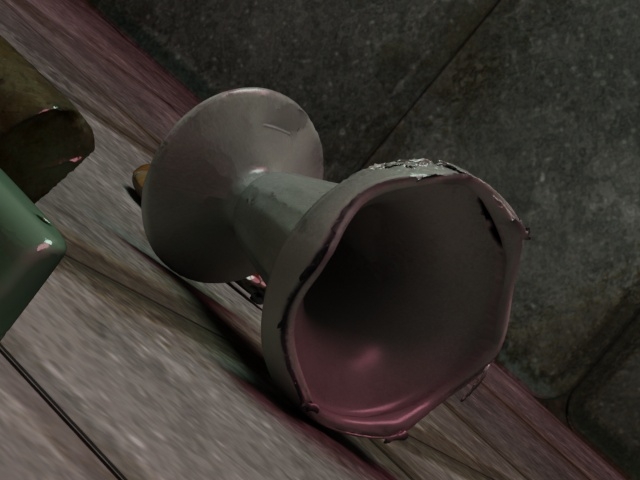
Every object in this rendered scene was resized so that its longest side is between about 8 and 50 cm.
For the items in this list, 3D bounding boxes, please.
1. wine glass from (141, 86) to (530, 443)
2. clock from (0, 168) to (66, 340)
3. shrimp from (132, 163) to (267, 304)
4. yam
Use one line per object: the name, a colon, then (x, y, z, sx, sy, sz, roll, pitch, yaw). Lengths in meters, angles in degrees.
wine glass: (0.000, 0.000, 1.126, 0.165, 0.165, 0.196, 36, 1, -42)
clock: (-0.171, -0.040, 0.580, 0.148, 0.060, 0.188, 43, 5, 37)
shrimp: (-0.040, 0.011, 1.419, 0.219, 0.046, 0.152, 34, 5, -27)
yam: (-0.180, -0.081, 0.966, 0.169, 0.068, 0.068, 42, 4, 33)
